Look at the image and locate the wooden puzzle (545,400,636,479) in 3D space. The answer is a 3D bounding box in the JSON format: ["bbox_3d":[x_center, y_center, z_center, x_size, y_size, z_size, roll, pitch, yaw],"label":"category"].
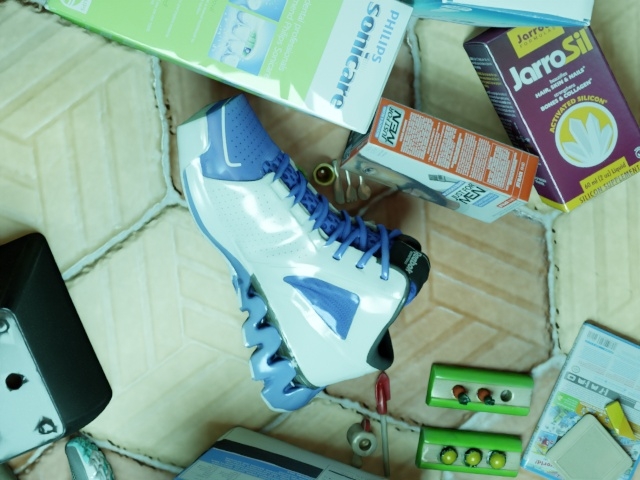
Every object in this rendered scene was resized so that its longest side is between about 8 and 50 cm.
[{"bbox_3d":[0.281,0.227,1.307,0.116,0.014,0.078,-36,97,-5],"label":"wooden puzzle"}]

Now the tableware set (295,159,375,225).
[{"bbox_3d":[0.007,-0.005,1.244,0.104,0.024,0.154,-10,101,-7],"label":"tableware set"}]

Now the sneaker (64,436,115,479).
[{"bbox_3d":[-0.232,0.277,1.235,0.076,0.065,0.166,-16,99,-1],"label":"sneaker"}]

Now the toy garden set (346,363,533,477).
[{"bbox_3d":[0.106,0.251,1.288,0.203,0.049,0.244,7,98,-10],"label":"toy garden set"}]

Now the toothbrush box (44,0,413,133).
[{"bbox_3d":[-0.085,-0.204,1.103,0.283,0.206,0.122,19,95,-12],"label":"toothbrush box"}]

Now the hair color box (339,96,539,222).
[{"bbox_3d":[0.113,-0.075,1.209,0.167,0.093,0.053,20,73,-11],"label":"hair color box"}]

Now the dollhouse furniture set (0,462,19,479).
[{"bbox_3d":[-0.367,0.354,1.124,0.262,0.259,0.135,-42,93,3],"label":"dollhouse furniture set"}]

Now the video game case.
[{"bbox_3d":[0.296,0.184,1.320,0.119,0.015,0.166,24,91,-12],"label":"video game case"}]

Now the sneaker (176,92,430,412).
[{"bbox_3d":[0.000,0.001,1.167,0.182,0.127,0.315,-13,109,17],"label":"sneaker"}]

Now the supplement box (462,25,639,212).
[{"bbox_3d":[0.233,-0.136,1.229,0.104,0.081,0.188,-30,102,-3],"label":"supplement box"}]

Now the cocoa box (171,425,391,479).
[{"bbox_3d":[-0.053,0.389,1.165,0.231,0.228,0.347,17,97,10],"label":"cocoa box"}]

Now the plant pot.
[{"bbox_3d":[-0.310,0.121,1.142,0.187,0.167,0.188,-22,101,-5],"label":"plant pot"}]

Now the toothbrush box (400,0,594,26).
[{"bbox_3d":[0.142,-0.298,1.078,0.126,0.295,0.216,7,97,-11],"label":"toothbrush box"}]
